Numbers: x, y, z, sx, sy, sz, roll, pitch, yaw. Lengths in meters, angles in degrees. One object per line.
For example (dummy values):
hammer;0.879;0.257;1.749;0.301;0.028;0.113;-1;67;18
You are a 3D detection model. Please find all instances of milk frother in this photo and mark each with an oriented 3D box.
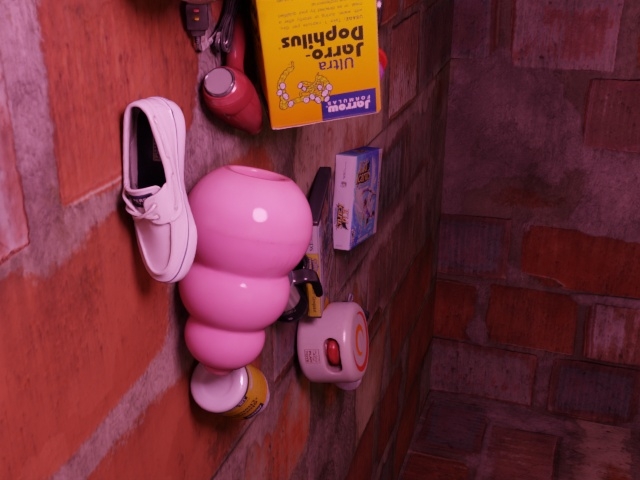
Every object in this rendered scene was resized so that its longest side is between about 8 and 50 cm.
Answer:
milk frother;-0.075;0.073;1.688;0.143;0.129;0.134;57;-4;29

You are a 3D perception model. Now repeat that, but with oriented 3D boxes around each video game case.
video game case;0.000;0.000;1.890;0.275;0.035;0.248;-76;165;-59
video game case;0.098;-0.119;2.199;0.269;0.061;0.244;-31;126;-69

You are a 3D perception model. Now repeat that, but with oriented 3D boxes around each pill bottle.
pill bottle;-0.152;0.265;1.468;0.184;0.103;0.103;51;49;-67

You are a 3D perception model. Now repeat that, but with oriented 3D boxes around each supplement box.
supplement box;-0.021;-0.393;1.353;0.194;0.195;0.356;-108;-170;-52

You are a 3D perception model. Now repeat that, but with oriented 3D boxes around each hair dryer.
hair dryer;-0.130;-0.294;1.339;0.223;0.080;0.293;-63;155;-49

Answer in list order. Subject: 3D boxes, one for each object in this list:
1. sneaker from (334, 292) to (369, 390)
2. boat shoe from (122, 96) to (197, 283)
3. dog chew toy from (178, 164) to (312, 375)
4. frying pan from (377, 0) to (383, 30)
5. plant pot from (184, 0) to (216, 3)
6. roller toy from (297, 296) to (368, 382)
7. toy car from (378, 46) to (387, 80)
sneaker;0.082;0.273;2.240;0.153;0.101;0.268;-58;148;-49
boat shoe;-0.231;-0.063;1.115;0.084;0.095;0.258;-25;111;-66
dog chew toy;-0.132;0.054;1.303;0.206;0.207;0.331;-22;126;-71
frying pan;0.099;-0.587;2.012;0.326;0.053;0.197;-34;128;-66
plant pot;-0.144;-0.404;1.000;0.191;0.284;0.284;-51;179;29
roller toy;0.025;0.242;1.967;0.209;0.146;0.191;62;30;-54
toy car;0.082;-0.397;1.890;0.182;0.136;0.159;-65;157;-44
